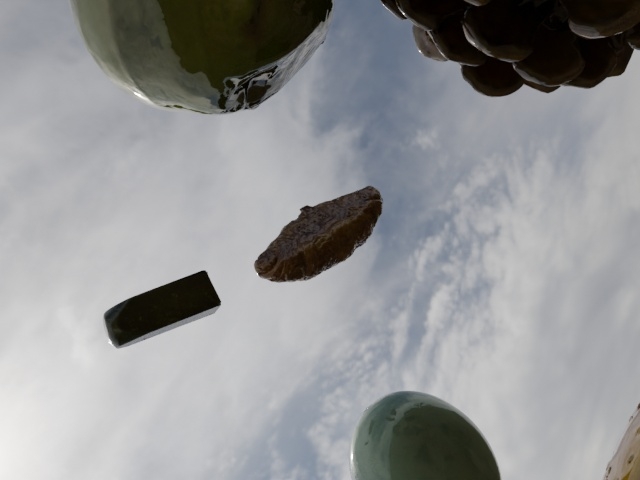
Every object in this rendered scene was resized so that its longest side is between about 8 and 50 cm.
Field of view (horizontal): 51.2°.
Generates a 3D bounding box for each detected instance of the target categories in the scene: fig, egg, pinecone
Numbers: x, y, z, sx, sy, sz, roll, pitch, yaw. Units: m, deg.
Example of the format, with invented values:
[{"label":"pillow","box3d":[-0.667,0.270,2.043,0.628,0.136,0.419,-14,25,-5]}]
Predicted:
[{"label":"fig","box3d":[-0.107,-0.249,0.572,0.239,0.240,0.271,-52,-38,-34]},{"label":"egg","box3d":[0.209,0.460,1.329,0.389,0.276,0.276,55,-126,-31]},{"label":"pinecone","box3d":[0.218,-0.318,0.574,0.384,0.385,0.384,-11,-75,-51]}]

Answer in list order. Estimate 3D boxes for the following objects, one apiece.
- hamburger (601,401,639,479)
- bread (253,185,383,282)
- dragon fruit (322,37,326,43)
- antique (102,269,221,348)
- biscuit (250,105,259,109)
[{"label":"hamburger","box3d":[0.376,0.261,0.659,0.284,0.174,0.304,14,-84,-51]},{"label":"bread","box3d":[0.000,0.000,0.973,0.233,0.105,0.075,-33,-47,-27]},{"label":"dragon fruit","box3d":[-0.072,-0.398,1.307,0.163,0.261,0.189,18,-85,-10]},{"label":"antique","box3d":[-0.316,0.140,1.322,0.221,0.080,0.081,-21,-103,-25]},{"label":"biscuit","box3d":[-0.170,-0.339,1.153,0.043,0.302,0.278,13,-108,-50]}]
